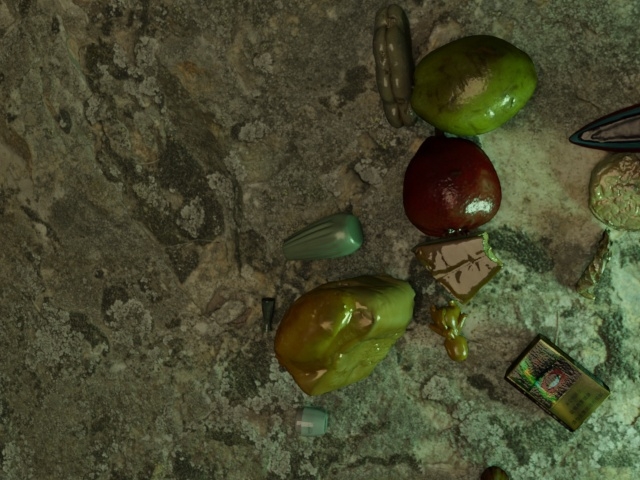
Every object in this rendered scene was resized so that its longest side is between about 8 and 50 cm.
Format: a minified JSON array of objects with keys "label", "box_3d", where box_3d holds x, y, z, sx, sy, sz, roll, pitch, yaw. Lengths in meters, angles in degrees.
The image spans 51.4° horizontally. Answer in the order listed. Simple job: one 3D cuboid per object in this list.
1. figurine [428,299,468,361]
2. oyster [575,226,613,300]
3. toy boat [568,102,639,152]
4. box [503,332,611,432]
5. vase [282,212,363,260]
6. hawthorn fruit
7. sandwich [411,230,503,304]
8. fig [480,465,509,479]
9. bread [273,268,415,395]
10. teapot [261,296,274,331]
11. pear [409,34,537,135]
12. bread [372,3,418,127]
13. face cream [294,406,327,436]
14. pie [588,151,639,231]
[{"label":"figurine","box_3d":[0.373,0.264,1.901,0.121,0.122,0.176,-21,90,16]},{"label":"oyster","box_3d":[0.739,0.058,1.784,0.061,0.106,0.200,20,92,28]},{"label":"toy boat","box_3d":[0.850,-0.293,1.710,0.392,0.079,0.136,-7,95,15]},{"label":"box","box_3d":[0.659,0.396,1.856,0.240,0.071,0.159,38,109,10]},{"label":"vase","box_3d":[0.000,0.000,1.986,0.248,0.128,0.128,-16,92,28]},{"label":"hawthorn fruit","box_3d":[0.349,-0.163,1.792,0.265,0.265,0.307,-6,75,18]},{"label":"sandwich","box_3d":[0.392,0.039,1.874,0.220,0.108,0.186,44,107,10]},{"label":"fig","box_3d":[0.504,0.709,1.917,0.088,0.125,0.089,1,93,16]},{"label":"bread","box_3d":[0.050,0.239,1.877,0.250,0.394,0.361,44,111,24]},{"label":"teapot","box_3d":[-0.168,0.238,2.111,0.042,0.043,0.111,7,103,16]},{"label":"pear","box_3d":[0.394,-0.403,1.730,0.321,0.269,0.269,-3,96,11]},{"label":"bread","box_3d":[0.206,-0.480,1.828,0.102,0.183,0.337,-6,97,15]},{"label":"face cream","box_3d":[-0.029,0.570,2.083,0.095,0.091,0.091,4,98,10]},{"label":"pie","box_3d":[0.803,-0.119,1.752,0.185,0.052,0.218,-37,90,17]}]
